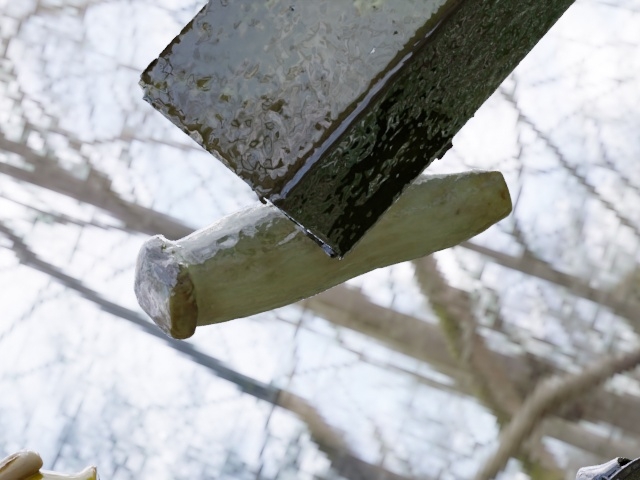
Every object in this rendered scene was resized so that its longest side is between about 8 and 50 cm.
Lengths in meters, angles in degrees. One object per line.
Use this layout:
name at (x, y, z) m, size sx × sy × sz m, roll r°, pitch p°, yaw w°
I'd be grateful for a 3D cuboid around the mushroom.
mushroom at (-0.002, -0.003, 1.625) m, size 0.333 × 0.107 × 0.087 m, roll -20°, pitch -38°, yaw -6°

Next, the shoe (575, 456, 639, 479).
shoe at (0.268, 0.252, 1.857) m, size 0.159 × 0.053 × 0.062 m, roll -46°, pitch -36°, yaw 13°

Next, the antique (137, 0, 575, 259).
antique at (0.041, -0.105, 0.706) m, size 0.221 × 0.081 × 0.080 m, roll -49°, pitch -24°, yaw 2°

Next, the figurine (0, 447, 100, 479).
figurine at (-0.258, 0.190, 1.184) m, size 0.131 × 0.246 × 0.156 m, roll -95°, pitch -5°, yaw -60°
